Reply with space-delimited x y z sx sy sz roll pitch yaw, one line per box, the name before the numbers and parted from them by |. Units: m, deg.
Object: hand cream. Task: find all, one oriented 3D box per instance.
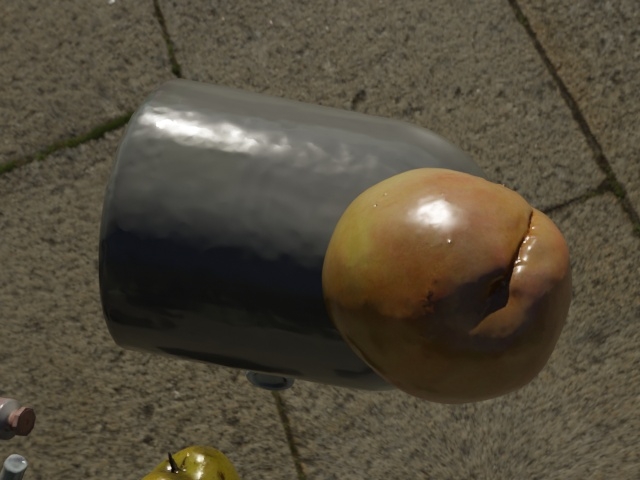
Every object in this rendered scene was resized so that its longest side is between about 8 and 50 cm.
hand cream | -0.411 0.190 0.802 0.209 0.067 0.043 3 40 16

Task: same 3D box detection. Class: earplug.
earplug | 0.000 0.000 0.807 0.393 0.313 0.313 9 72 7

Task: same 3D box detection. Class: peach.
peach | 0.093 0.033 0.534 0.184 0.184 0.184 -4 69 11

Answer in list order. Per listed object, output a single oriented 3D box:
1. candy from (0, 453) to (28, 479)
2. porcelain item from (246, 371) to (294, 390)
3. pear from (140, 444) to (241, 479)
candy | -0.286 0.297 0.554 0.124 0.124 0.366 36 112 22
porcelain item | -0.073 0.145 1.359 0.141 0.141 0.259 1 52 13
pear | -0.232 0.497 1.159 0.284 0.285 0.337 0 77 13
